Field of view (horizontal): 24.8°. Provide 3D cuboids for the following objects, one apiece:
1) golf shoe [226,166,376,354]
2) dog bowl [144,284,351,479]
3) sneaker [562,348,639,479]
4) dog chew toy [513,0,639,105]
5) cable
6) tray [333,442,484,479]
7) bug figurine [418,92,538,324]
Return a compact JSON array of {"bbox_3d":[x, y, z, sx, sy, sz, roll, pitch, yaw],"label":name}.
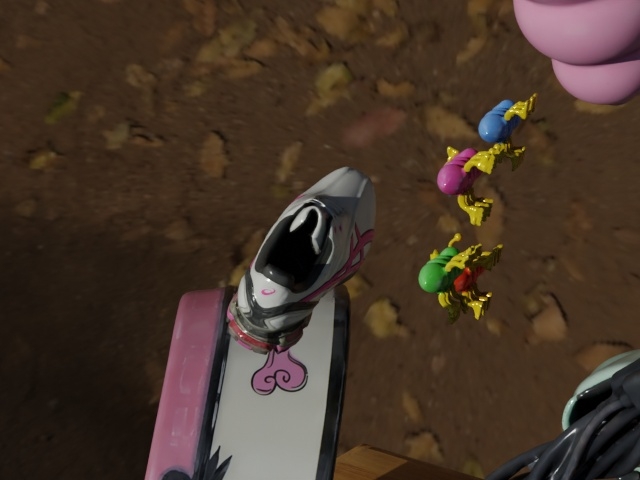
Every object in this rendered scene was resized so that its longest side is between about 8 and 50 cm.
[{"bbox_3d":[0.000,0.000,1.056,0.067,0.186,0.086,29,136,4],"label":"golf shoe"},{"bbox_3d":[-0.085,0.225,1.320,0.150,0.408,0.408,11,93,-4],"label":"dog bowl"},{"bbox_3d":[0.276,0.098,0.896,0.256,0.151,0.094,-14,88,25],"label":"sneaker"},{"bbox_3d":[0.297,-0.291,1.615,0.206,0.206,0.332,-21,128,5],"label":"dog chew toy"},{"bbox_3d":[0.108,0.113,0.595,0.047,0.150,0.184,43,138,-6],"label":"cable"},{"bbox_3d":[0.140,0.330,1.583,0.411,0.203,0.076,11,113,40],"label":"tray"},{"bbox_3d":[0.174,-0.036,1.680,0.072,0.216,0.279,18,112,18],"label":"bug figurine"}]
